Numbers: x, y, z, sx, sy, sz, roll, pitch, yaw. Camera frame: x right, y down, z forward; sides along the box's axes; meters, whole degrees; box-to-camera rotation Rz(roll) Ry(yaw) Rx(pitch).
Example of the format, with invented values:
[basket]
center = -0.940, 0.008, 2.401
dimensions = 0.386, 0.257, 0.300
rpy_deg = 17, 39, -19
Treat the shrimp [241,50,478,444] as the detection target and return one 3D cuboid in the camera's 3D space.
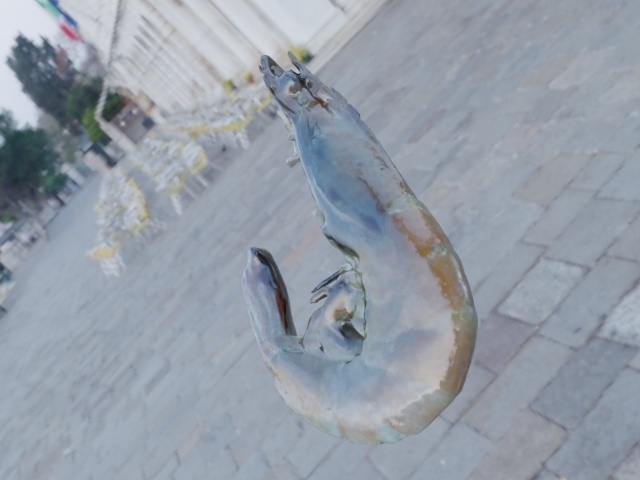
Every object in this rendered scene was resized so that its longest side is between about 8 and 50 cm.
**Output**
[shrimp]
center = -0.001, 0.000, 0.516
dimensions = 0.143, 0.052, 0.251
rpy_deg = -36, 59, 27
